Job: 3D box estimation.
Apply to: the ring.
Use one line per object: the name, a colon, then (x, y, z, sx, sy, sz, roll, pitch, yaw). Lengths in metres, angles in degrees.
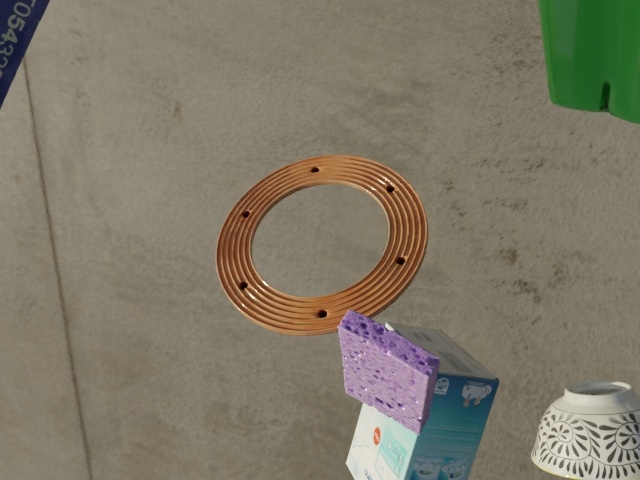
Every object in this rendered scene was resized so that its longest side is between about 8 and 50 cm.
ring: (0.000, 0.000, 1.000, 0.336, 0.337, 0.032, 12, 148, 23)

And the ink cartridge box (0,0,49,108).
ink cartridge box: (-0.313, -0.059, 0.338, 0.071, 0.330, 0.324, 32, 100, 25)

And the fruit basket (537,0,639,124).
fruit basket: (0.279, -0.269, 0.351, 0.282, 0.392, 0.392, 26, 116, 39)

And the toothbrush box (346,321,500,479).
toothbrush box: (0.165, 0.322, 1.112, 0.126, 0.216, 0.296, 10, 102, -18)

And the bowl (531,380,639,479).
bowl: (0.325, 0.208, 0.736, 0.170, 0.170, 0.080, -8, 90, 28)

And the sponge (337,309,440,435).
sponge: (0.081, 0.166, 0.781, 0.117, 0.031, 0.210, 27, 154, 21)
